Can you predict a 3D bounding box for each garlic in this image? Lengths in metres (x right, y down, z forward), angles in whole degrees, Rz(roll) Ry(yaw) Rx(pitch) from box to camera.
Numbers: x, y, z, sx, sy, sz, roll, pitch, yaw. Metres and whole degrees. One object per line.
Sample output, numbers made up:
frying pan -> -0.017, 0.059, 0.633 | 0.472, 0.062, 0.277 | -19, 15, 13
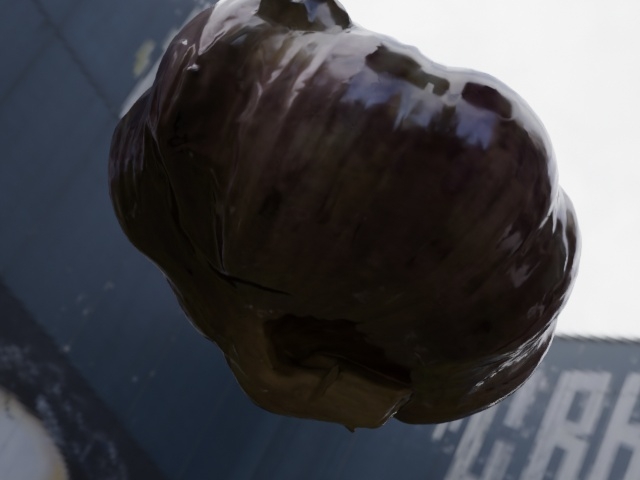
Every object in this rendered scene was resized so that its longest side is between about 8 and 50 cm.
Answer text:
garlic -> 0.000, 0.000, 0.678 | 0.245, 0.160, 0.245 | 30, -18, 11
